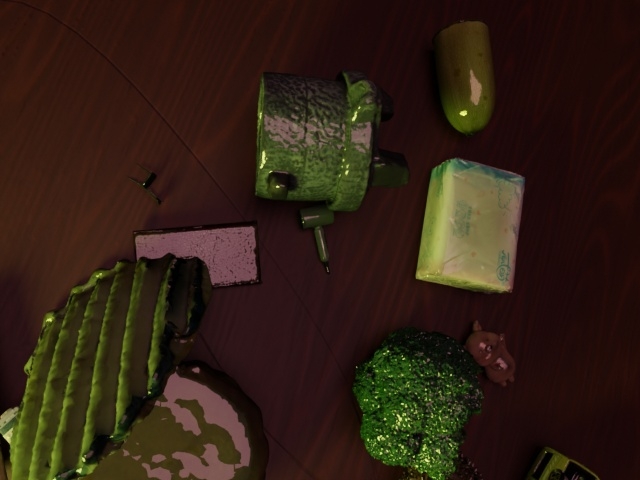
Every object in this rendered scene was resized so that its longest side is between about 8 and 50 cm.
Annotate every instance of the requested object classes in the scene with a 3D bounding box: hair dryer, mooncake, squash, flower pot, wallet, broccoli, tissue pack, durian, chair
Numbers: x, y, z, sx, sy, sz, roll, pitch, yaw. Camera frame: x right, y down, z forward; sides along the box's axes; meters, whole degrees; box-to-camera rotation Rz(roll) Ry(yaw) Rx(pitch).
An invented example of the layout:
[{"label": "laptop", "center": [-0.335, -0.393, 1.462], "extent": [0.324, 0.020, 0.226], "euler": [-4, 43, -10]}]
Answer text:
[{"label": "hair dryer", "center": [0.000, 0.000, 1.115], "extent": [0.071, 0.047, 0.150], "euler": [-13, 95, -15]}, {"label": "mooncake", "center": [-0.255, 0.364, 0.907], "extent": [0.323, 0.187, 0.325], "euler": [2, 81, -12]}, {"label": "squash", "center": [0.340, -0.366, 1.211], "extent": [0.132, 0.132, 0.247], "euler": [-4, 81, -15]}, {"label": "flower pot", "center": [0.019, -0.198, 1.013], "extent": [0.282, 0.299, 0.300], "euler": [4, 80, -10]}, {"label": "wallet", "center": [-0.241, 0.035, 1.043], "extent": [0.242, 0.039, 0.133], "euler": [-6, 89, -16]}, {"label": "broccoli", "center": [0.197, 0.306, 1.026], "extent": [0.246, 0.264, 0.295], "euler": [64, 30, -27]}, {"label": "tissue pack", "center": [0.334, -0.030, 1.160], "extent": [0.201, 0.124, 0.271], "euler": [12, 79, -9]}, {"label": "durian", "center": [0.229, 0.498, 1.035], "extent": [0.196, 0.167, 0.196], "euler": [21, 47, -24]}, {"label": "chair", "center": [-0.339, -0.114, 1.041], "extent": [0.086, 0.037, 0.042], "euler": [41, 85, -1]}]

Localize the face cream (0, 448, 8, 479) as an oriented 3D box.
[{"label": "face cream", "center": [-0.606, 0.291, 0.873], "extent": [0.139, 0.067, 0.285], "euler": [-19, 85, 18]}]

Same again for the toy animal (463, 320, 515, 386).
[{"label": "toy animal", "center": [0.371, 0.257, 1.149], "extent": [0.150, 0.089, 0.083], "euler": [51, 51, 1]}]

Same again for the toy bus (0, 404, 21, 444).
[{"label": "toy bus", "center": [-0.506, 0.309, 0.893], "extent": [0.052, 0.102, 0.058], "euler": [-44, 91, -17]}]

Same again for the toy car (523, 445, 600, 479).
[{"label": "toy car", "center": [0.468, 0.570, 1.097], "extent": [0.101, 0.124, 0.257], "euler": [34, 84, -7]}]

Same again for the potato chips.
[{"label": "potato chips", "center": [-0.339, 0.178, 0.837], "extent": [0.358, 0.429, 0.070], "euler": [-25, 128, 8]}]
